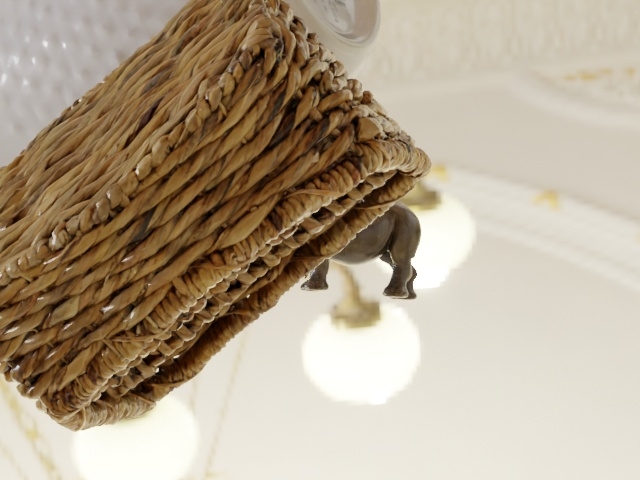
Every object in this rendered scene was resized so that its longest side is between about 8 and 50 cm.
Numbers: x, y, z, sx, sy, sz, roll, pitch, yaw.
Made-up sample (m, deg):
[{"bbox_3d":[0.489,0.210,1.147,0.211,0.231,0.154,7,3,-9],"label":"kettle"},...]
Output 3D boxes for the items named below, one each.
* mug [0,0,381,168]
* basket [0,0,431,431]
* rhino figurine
[{"bbox_3d":[-0.131,-0.225,1.635,0.328,0.276,0.374,-22,-121,29],"label":"mug"},{"bbox_3d":[-0.077,0.004,1.213,0.299,0.223,0.213,-39,-156,8],"label":"basket"},{"bbox_3d":[0.000,0.000,1.886,0.243,0.106,0.073,6,175,-24],"label":"rhino figurine"}]
